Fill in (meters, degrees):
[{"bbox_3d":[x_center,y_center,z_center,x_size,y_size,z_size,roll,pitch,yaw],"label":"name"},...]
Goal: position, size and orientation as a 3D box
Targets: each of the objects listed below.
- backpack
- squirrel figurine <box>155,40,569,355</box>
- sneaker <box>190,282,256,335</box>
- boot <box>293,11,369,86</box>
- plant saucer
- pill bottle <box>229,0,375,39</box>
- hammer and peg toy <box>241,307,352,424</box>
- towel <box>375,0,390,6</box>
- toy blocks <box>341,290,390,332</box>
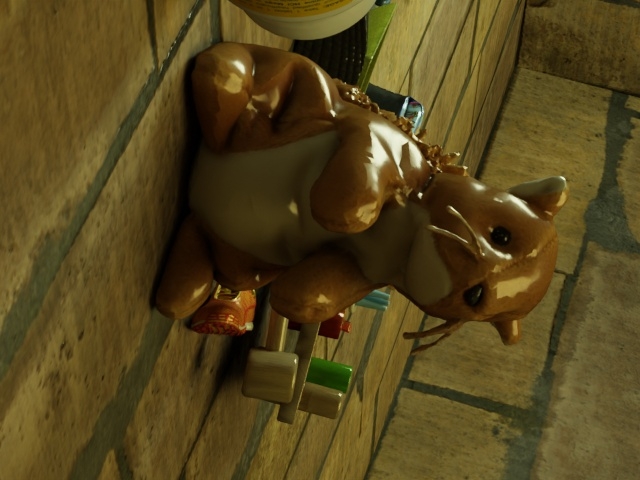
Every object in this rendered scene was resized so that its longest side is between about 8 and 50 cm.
[{"bbox_3d":[0.072,-0.114,2.342,0.173,0.117,0.158,97,14,-53],"label":"backpack"},{"bbox_3d":[0.069,-0.041,1.702,0.397,0.370,0.281,-44,148,-71],"label":"squirrel figurine"},{"bbox_3d":[-0.108,0.072,1.839,0.175,0.064,0.067,-39,133,-87],"label":"sneaker"},{"bbox_3d":[0.033,-0.281,1.990,0.161,0.083,0.246,-63,167,-70],"label":"boot"},{"bbox_3d":[0.034,-0.199,2.119,0.188,0.045,0.188,-66,177,-57],"label":"plant saucer"},{"bbox_3d":[-0.027,-0.291,1.329,0.334,0.188,0.188,73,34,-72],"label":"pill bottle"},{"bbox_3d":[-0.006,0.089,2.039,0.361,0.127,0.266,-70,175,-87],"label":"hammer and peg toy"},{"bbox_3d":[0.096,-0.388,2.293,0.067,0.029,0.119,-56,160,-61],"label":"towel"},{"bbox_3d":[0.020,0.089,2.270,0.123,0.148,0.054,94,16,-48],"label":"toy blocks"}]
